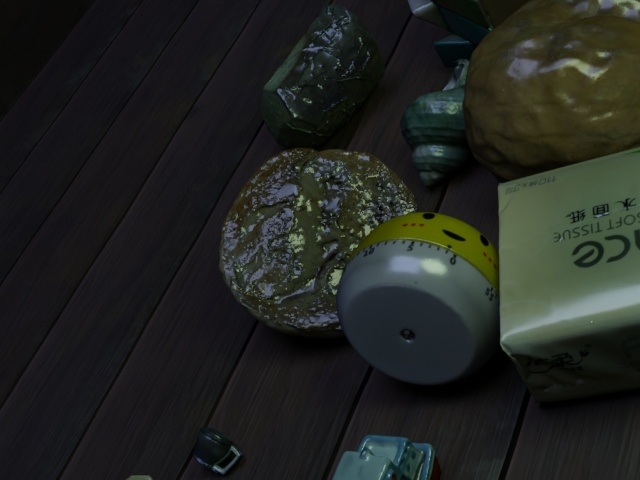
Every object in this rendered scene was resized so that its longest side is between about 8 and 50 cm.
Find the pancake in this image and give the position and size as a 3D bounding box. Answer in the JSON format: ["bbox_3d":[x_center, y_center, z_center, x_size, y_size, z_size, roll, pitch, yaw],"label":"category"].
[{"bbox_3d":[0.001,0.001,1.802,0.387,0.082,0.386,-2,63,4],"label":"pancake"}]

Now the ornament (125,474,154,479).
[{"bbox_3d":[-0.302,0.489,1.615,0.180,0.059,0.201,-41,39,-3],"label":"ornament"}]

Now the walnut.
[{"bbox_3d":[0.414,-0.224,1.628,0.384,0.383,0.383,-21,39,18],"label":"walnut"}]

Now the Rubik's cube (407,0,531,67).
[{"bbox_3d":[0.349,-0.534,2.006,0.358,0.368,0.387,-25,-3,16],"label":"Rubik's cube"}]

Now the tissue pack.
[{"bbox_3d":[0.465,0.028,1.415,0.405,0.205,0.331,-16,45,25],"label":"tissue pack"}]

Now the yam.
[{"bbox_3d":[0.000,-0.334,2.179,0.201,0.202,0.271,41,70,16],"label":"yam"}]

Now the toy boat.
[{"bbox_3d":[0.050,0.409,1.368,0.145,0.133,0.331,0,49,36],"label":"toy boat"}]

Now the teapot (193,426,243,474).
[{"bbox_3d":[-0.172,0.352,1.670,0.088,0.066,0.057,27,86,26],"label":"teapot"}]

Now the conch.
[{"bbox_3d":[0.247,-0.230,1.907,0.220,0.195,0.277,-2,68,63],"label":"conch"}]

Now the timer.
[{"bbox_3d":[0.173,0.060,1.568,0.285,0.285,0.285,-21,39,18],"label":"timer"}]
